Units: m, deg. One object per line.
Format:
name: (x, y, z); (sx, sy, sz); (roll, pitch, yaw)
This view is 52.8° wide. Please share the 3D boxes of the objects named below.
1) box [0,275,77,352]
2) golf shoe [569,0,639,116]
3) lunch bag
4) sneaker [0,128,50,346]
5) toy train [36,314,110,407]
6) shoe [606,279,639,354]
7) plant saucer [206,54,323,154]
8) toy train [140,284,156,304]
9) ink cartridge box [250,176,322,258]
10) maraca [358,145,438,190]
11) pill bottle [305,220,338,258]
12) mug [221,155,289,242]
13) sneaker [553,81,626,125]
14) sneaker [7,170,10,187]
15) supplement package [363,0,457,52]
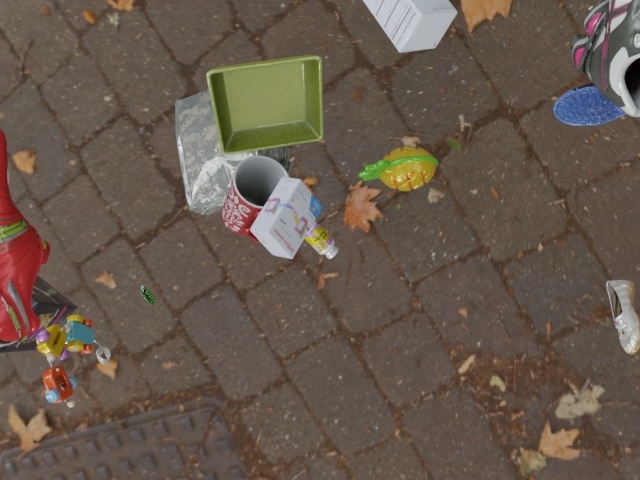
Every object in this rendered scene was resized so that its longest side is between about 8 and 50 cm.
box: (-0.718, 0.159, 1.516); (0.165, 0.270, 0.143); (37, 81, 4)
golf shoe: (0.332, -0.249, 0.630); (0.105, 0.120, 0.273); (-11, 144, 1)
lunch bag: (-0.202, -0.211, 1.515); (0.235, 0.169, 0.287); (-13, 73, 28)
sneaker: (-0.405, -0.007, 0.817); (0.107, 0.118, 0.278); (3, 95, 40)
toy train: (-0.408, 0.190, 1.033); (0.046, 0.166, 0.125); (-20, 99, 14)
shoe: (0.759, 0.188, 1.622); (0.058, 0.219, 0.076); (14, 140, 1)
plant saucer: (-0.092, -0.242, 1.115); (0.188, 0.045, 0.188); (-10, 143, -6)
toy train: (-0.413, 0.130, 1.544); (0.017, 0.083, 0.023); (-16, 62, -4)
ink cartridge box: (-0.061, -0.040, 1.180); (0.052, 0.122, 0.088); (12, 153, 41)
maraca: (0.178, -0.162, 1.466); (0.186, 0.127, 0.099); (-6, 73, -19)
pill bottle: (0.000, 0.000, 1.367); (0.043, 0.043, 0.083); (-39, 106, 22)
mug: (-0.143, -0.067, 1.293); (0.113, 0.150, 0.169); (20, 154, -13)
sneaker: (0.577, -0.286, 1.260); (0.232, 0.090, 0.081); (-10, 111, 22)
sneaker: (-0.634, -0.026, 1.144); (0.116, 0.136, 0.313); (13, 73, -26)
supplement package: (0.183, -0.500, 1.363); (0.179, 0.105, 0.105); (60, 146, 20)
